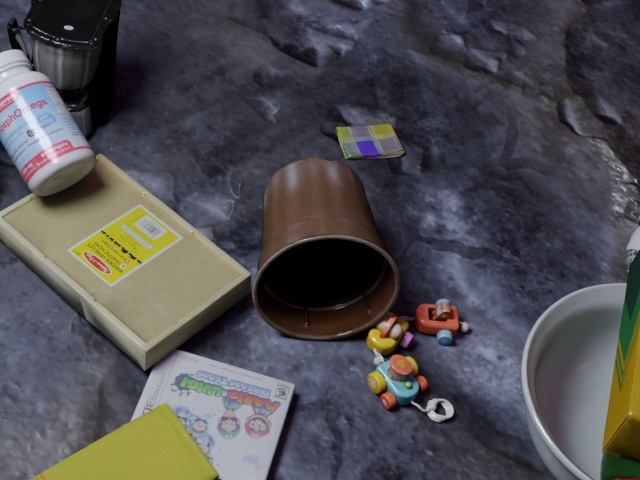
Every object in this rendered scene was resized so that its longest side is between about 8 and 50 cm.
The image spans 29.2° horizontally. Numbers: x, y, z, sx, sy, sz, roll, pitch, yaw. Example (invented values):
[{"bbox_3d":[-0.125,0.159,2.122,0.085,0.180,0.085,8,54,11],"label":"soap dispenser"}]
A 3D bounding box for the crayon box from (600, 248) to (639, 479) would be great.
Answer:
[{"bbox_3d":[0.412,0.147,1.270,0.202,0.081,0.318,18,49,2],"label":"crayon box"}]

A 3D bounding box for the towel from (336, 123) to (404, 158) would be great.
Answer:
[{"bbox_3d":[0.066,-0.134,1.649,0.083,0.009,0.060,-5,53,-17],"label":"towel"}]

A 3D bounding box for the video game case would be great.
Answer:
[{"bbox_3d":[-0.119,0.193,1.324,0.157,0.019,0.143,16,49,2],"label":"video game case"}]

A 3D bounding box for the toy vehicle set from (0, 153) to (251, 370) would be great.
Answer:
[{"bbox_3d":[-0.231,0.017,1.423,0.267,0.035,0.166,38,53,23],"label":"toy vehicle set"}]

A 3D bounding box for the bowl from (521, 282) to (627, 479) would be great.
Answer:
[{"bbox_3d":[0.347,0.201,1.351,0.298,0.134,0.298,7,50,-8],"label":"bowl"}]

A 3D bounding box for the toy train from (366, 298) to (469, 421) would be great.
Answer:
[{"bbox_3d":[0.115,0.124,1.419,0.125,0.046,0.166,10,49,-4],"label":"toy train"}]

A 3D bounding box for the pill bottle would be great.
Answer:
[{"bbox_3d":[-0.336,-0.139,1.429,0.087,0.087,0.160,-28,80,-31],"label":"pill bottle"}]

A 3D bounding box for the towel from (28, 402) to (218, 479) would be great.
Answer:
[{"bbox_3d":[-0.226,0.260,1.230,0.237,0.021,0.102,-29,70,-27],"label":"towel"}]

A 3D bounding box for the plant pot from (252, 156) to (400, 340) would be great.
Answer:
[{"bbox_3d":[0.000,0.000,1.430,0.167,0.167,0.165,4,43,-10],"label":"plant pot"}]

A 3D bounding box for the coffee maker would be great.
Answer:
[{"bbox_3d":[-0.299,-0.235,1.537,0.120,0.178,0.171,35,53,13],"label":"coffee maker"}]

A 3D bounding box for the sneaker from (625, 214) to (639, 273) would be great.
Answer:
[{"bbox_3d":[0.505,0.044,1.566,0.235,0.090,0.095,21,62,10],"label":"sneaker"}]
